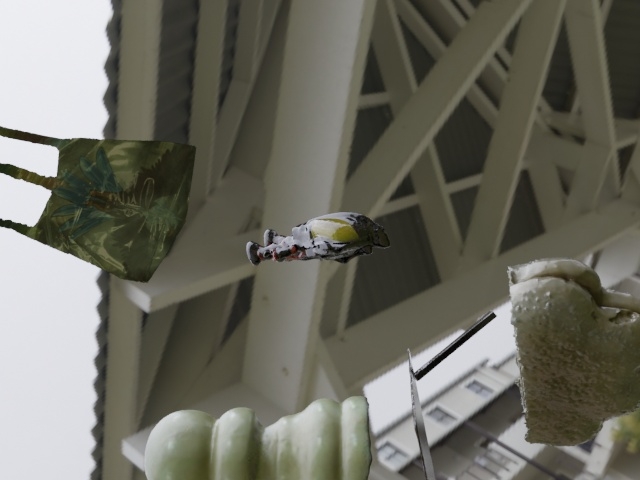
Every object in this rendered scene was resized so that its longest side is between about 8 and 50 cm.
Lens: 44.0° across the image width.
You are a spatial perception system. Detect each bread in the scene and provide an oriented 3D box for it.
[{"bbox_3d":[0.341,0.155,1.035,0.101,0.183,0.337,-76,-24,-44],"label":"bread"}]

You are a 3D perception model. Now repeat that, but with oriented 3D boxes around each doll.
[{"bbox_3d":[-0.002,-0.002,1.316,0.088,0.249,0.127,59,-138,-35],"label":"doll"}]

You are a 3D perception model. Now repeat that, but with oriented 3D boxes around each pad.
[{"bbox_3d":[0.142,0.290,1.070,0.330,0.004,0.219,-54,-47,-82],"label":"pad"}]

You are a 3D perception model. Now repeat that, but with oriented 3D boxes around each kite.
[{"bbox_3d":[-0.277,-0.043,0.825,0.310,0.015,0.169,8,-73,-36],"label":"kite"}]

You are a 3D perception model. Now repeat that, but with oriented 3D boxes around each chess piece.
[{"bbox_3d":[-0.094,0.319,1.183,0.182,0.331,0.182,-178,90,-90],"label":"chess piece"}]

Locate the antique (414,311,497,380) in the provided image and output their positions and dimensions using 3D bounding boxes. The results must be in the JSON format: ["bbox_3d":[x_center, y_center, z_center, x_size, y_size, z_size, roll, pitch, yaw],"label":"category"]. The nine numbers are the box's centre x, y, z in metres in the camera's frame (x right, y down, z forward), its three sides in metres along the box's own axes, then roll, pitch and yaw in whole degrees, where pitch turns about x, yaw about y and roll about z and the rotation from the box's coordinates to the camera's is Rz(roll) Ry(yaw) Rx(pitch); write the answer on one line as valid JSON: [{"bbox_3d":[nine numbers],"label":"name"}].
[{"bbox_3d":[0.247,0.193,1.457,0.192,0.015,0.031,-38,-5,-7],"label":"antique"}]
